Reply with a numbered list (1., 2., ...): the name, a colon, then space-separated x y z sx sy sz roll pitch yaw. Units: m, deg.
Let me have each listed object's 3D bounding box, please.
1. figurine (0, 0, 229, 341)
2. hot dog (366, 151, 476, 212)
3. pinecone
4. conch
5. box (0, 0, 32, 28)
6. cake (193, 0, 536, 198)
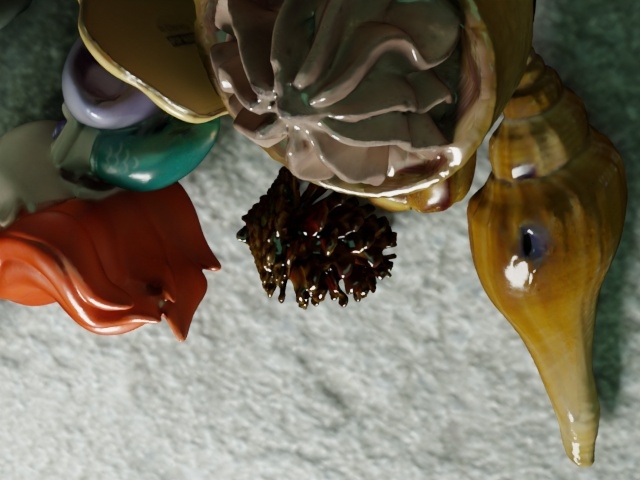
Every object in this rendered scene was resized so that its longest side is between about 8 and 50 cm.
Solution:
1. figurine: -0.150 -0.040 0.945 0.208 0.181 0.257 27 125 -20
2. hot dog: 0.058 -0.138 0.907 0.104 0.076 0.250 5 113 34
3. pinecone: -0.002 0.002 0.977 0.109 0.102 0.102 25 121 -29
4. conch: 0.153 0.023 0.940 0.109 0.093 0.330 -1 113 17
5. box: -0.345 -0.139 0.944 0.312 0.182 0.175 -27 104 23
6. cake: 0.006 -0.117 0.793 0.185 0.178 0.208 -36 87 40
